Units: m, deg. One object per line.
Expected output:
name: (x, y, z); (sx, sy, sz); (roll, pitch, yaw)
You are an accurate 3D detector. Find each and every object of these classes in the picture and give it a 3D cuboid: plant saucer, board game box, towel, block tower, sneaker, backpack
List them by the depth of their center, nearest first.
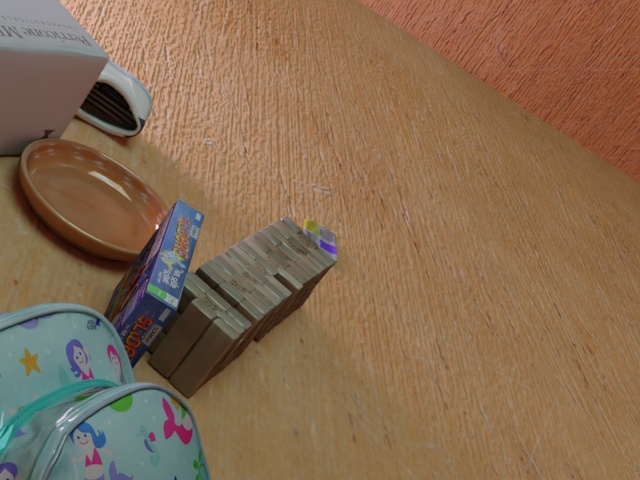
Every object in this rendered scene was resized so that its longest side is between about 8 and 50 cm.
backpack: (-0.186, 0.168, 0.743); (0.225, 0.191, 0.254); (-19, 94, -61)
board game box: (-0.177, 0.058, 1.156); (0.035, 0.136, 0.201); (33, 24, -13)
block tower: (-0.087, 0.063, 1.333); (0.091, 0.097, 0.335); (41, 22, 6)
plant saucer: (-0.262, -0.041, 1.345); (0.200, 0.037, 0.200); (30, 25, -16)
sneaker: (-0.329, -0.225, 1.515); (0.258, 0.094, 0.091); (29, 20, -22)
towel: (0.000, 0.000, 1.683); (0.060, 0.009, 0.083); (33, 23, -14)

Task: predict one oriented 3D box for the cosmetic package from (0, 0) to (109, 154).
cosmetic package: (-0.484, -0.304, 1.353); (0.453, 0.161, 0.230); (47, 25, 19)
